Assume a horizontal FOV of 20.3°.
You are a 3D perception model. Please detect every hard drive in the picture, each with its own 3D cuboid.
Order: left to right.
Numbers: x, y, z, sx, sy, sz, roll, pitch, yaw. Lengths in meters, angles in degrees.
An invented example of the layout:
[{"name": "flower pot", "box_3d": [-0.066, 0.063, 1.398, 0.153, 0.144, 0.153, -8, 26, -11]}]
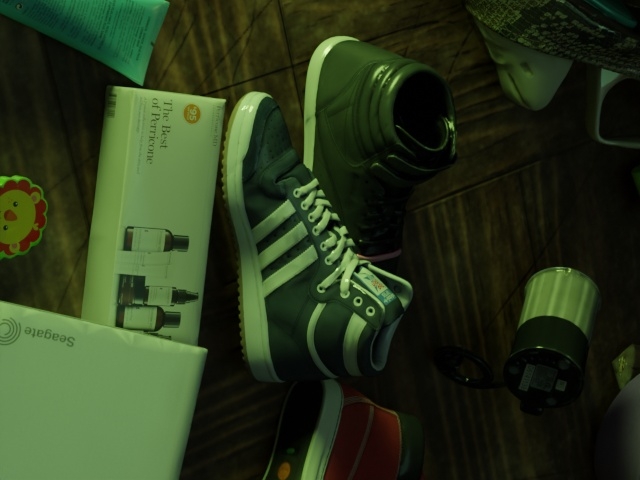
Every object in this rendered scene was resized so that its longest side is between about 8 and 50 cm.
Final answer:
[{"name": "hard drive", "box_3d": [-0.242, 0.240, 1.527, 0.233, 0.047, 0.353, 15, 83, -28]}]

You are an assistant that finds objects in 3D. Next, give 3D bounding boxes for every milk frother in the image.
[{"name": "milk frother", "box_3d": [0.207, 0.100, 1.871, 0.143, 0.129, 0.134, 30, 40, -6]}]

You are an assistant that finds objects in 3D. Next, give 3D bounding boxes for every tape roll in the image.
[{"name": "tape roll", "box_3d": [0.406, 0.235, 2.011, 0.189, 0.080, 0.189, -11, 112, -28]}]

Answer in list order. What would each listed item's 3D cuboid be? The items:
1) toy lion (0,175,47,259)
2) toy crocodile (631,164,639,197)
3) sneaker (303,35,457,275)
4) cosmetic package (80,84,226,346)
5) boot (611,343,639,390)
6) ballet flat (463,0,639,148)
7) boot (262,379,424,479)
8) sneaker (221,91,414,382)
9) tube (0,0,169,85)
[{"name": "toy lion", "box_3d": [-0.285, -0.014, 1.552, 0.096, 0.034, 0.100, 35, 77, -41]}, {"name": "toy crocodile", "box_3d": [0.480, -0.135, 2.023, 0.340, 0.105, 0.115, -36, 114, -20]}, {"name": "sneaker", "box_3d": [0.059, -0.044, 1.711, 0.105, 0.147, 0.295, -10, 104, -35]}, {"name": "cosmetic package", "box_3d": [-0.152, -0.017, 1.622, 0.099, 0.060, 0.239, 3, 95, -36]}, {"name": "boot", "box_3d": [0.385, 0.123, 2.030, 0.114, 0.037, 0.106, 10, 89, -30]}, {"name": "ballet flat", "box_3d": [0.301, -0.187, 1.827, 0.483, 0.164, 0.182, 18, 111, -19]}, {"name": "boot", "box_3d": [0.019, 0.272, 1.771, 0.176, 0.088, 0.244, 27, 78, -36]}, {"name": "sneaker", "box_3d": [0.000, 0.000, 1.660, 0.099, 0.153, 0.282, -36, 125, -61]}, {"name": "tube", "box_3d": [-0.222, -0.205, 1.557, 0.207, 0.052, 0.080, 20, 90, -40]}]
